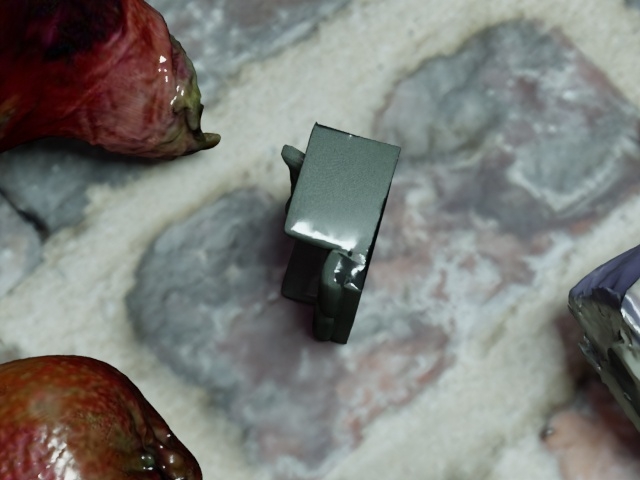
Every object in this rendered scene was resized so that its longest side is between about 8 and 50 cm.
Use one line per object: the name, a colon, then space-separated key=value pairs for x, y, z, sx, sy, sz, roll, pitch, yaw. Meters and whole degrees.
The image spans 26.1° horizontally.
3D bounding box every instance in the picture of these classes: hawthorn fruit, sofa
hawthorn fruit: x=-0.158 y=0.148 z=0.713 sx=0.188 sy=0.169 sz=0.169 roll=-22 pitch=76 yaw=8
sofa: x=0.000 y=0.000 z=0.749 sx=0.060 sy=0.147 sz=0.085 roll=15 pitch=76 yaw=2

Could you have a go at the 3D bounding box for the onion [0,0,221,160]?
onion: x=-0.230 y=-0.139 z=0.707 sx=0.420 sy=0.398 sz=0.398 roll=28 pitch=77 yaw=-16

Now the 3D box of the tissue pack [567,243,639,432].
tissue pack: x=0.331 y=0.035 z=0.723 sx=0.344 sy=0.125 sz=0.242 roll=-34 pitch=94 yaw=-6
